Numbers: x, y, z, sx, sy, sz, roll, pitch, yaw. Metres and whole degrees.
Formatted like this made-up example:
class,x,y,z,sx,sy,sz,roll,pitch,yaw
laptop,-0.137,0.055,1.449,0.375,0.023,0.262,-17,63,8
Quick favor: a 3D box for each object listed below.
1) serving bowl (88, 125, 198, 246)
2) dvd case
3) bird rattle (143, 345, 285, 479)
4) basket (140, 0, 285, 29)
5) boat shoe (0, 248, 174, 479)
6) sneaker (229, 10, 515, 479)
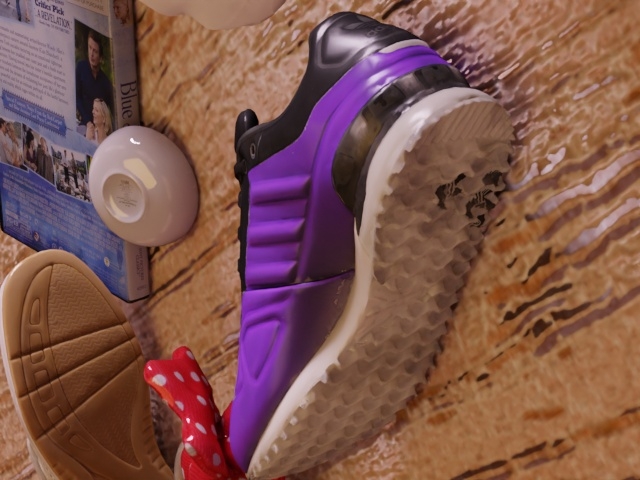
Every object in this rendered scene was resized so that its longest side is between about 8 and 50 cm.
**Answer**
class,x,y,z,sx,sy,sz,roll,pitch,yaw
serving bowl,-0.122,-0.032,1.146,0.083,0.027,0.083,13,116,28
dvd case,-0.184,-0.099,1.226,0.180,0.022,0.253,25,124,46
bird rattle,-0.066,0.195,1.122,0.207,0.143,0.253,142,109,-69
basket,-0.075,-0.320,0.644,0.331,0.328,0.266,27,136,-10
boat shoe,-0.168,0.140,1.242,0.096,0.098,0.277,0,111,62
sneaker,0.001,0.000,0.970,0.146,0.102,0.293,48,132,31
